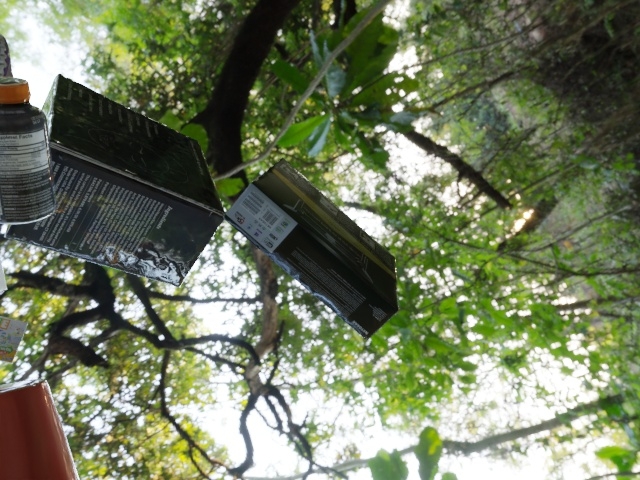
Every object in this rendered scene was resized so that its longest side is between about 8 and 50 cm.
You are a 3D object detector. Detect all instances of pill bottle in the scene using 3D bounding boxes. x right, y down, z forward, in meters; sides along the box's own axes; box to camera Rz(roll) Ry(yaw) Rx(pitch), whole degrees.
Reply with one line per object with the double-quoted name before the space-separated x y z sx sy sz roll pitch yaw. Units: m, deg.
"pill bottle" -0.558 -0.164 0.927 0.130 0.130 0.246 -47 -32 -60

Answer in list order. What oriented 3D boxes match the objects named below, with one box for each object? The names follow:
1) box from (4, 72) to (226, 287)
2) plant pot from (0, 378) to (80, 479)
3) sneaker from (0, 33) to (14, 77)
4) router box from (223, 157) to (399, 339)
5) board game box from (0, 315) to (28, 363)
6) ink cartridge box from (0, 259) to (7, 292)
"box" -0.582 -0.172 1.486 0.471 0.298 0.480 21 -156 -35
"plant pot" -0.520 0.360 0.805 0.274 0.274 0.244 -1 -101 -57
"sneaker" -0.731 -0.351 1.172 0.104 0.095 0.237 -57 -32 -79
"router box" 0.000 0.000 0.910 0.308 0.081 0.243 41 -162 -6
"board game box" -0.818 0.233 1.259 0.154 0.026 0.104 20 -117 -24
"ink cartridge box" -0.746 0.008 1.045 0.217 0.159 0.092 33 -140 26
